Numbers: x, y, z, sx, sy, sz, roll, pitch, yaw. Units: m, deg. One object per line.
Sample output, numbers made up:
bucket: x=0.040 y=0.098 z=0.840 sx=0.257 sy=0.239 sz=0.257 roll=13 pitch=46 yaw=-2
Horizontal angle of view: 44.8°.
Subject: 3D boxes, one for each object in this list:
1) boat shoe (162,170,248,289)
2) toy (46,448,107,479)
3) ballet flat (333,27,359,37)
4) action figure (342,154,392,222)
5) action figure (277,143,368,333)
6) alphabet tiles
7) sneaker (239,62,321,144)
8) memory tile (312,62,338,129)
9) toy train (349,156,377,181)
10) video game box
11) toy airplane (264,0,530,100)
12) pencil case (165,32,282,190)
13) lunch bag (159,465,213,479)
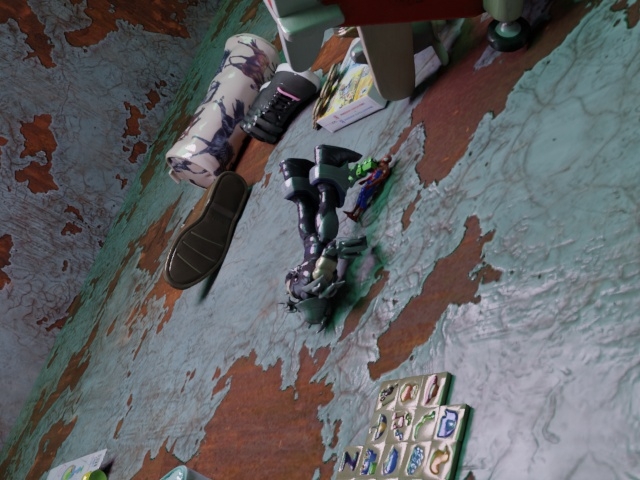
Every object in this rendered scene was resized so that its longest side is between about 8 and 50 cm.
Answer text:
boat shoe: x=-0.257 y=-0.010 z=1.717 sx=0.104 sy=0.111 sz=0.307 roll=-30 pitch=26 yaw=56
toy: x=-0.521 y=0.532 z=1.634 sx=0.237 sy=0.056 sz=0.136 roll=-31 pitch=31 yaw=39
ballet flat: x=0.171 y=-0.439 z=1.321 sx=0.342 sy=0.124 sz=0.116 roll=-49 pitch=33 yaw=-4
action figure: x=0.076 y=-0.085 z=1.213 sx=0.115 sy=0.030 sz=0.038 roll=-54 pitch=18 yaw=7
action figure: x=0.000 y=0.000 z=1.164 sx=0.185 sy=0.099 sz=0.284 roll=-24 pitch=58 yaw=48
alphabet tiles: x=0.073 y=0.254 z=0.825 sx=0.198 sy=0.009 sz=0.237 roll=-24 pitch=40 yaw=54
sneaker: x=-0.092 y=-0.294 z=1.729 sx=0.146 sy=0.105 sz=0.296 roll=-66 pitch=18 yaw=-12
memory tile: x=0.007 y=-0.283 z=1.533 sx=0.148 sy=0.012 sz=0.113 roll=103 pitch=-170 yaw=-84
toy train: x=0.065 y=-0.115 z=1.286 sx=0.083 sy=0.017 sz=0.023 roll=-24 pitch=51 yaw=54
video game box: x=0.088 y=-0.317 z=1.451 sx=0.187 sy=0.048 sz=0.205 roll=-18 pitch=46 yaw=61
toy airplane: x=0.096 y=-0.389 z=1.091 sx=0.386 sy=0.385 sz=0.272 roll=-38 pitch=40 yaw=43
pencil case: x=-0.250 y=-0.327 z=2.002 sx=0.184 sy=0.160 sz=0.410 roll=4 pitch=65 yaw=55
lunch bag: x=-0.230 y=0.448 z=1.074 sx=0.279 sy=0.108 sz=0.224 roll=-41 pitch=24 yaw=33
